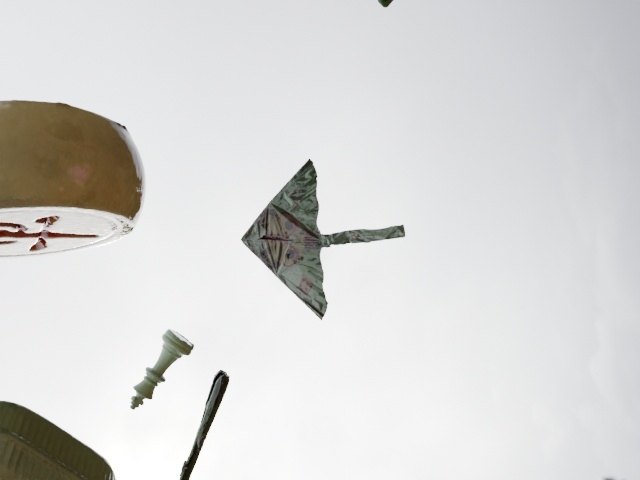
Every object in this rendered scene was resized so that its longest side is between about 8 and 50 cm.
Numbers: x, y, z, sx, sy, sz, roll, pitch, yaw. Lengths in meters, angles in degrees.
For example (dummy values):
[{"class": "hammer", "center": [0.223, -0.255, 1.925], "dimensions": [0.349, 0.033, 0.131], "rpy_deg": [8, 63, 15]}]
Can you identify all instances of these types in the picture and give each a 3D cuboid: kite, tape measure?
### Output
[{"class": "kite", "center": [-0.001, 0.000, 1.107], "dimensions": [0.012, 0.250, 0.229], "rpy_deg": [-27, -67, -62]}, {"class": "tape measure", "center": [-0.315, 0.263, 0.763], "dimensions": [0.207, 0.235, 0.115], "rpy_deg": [44, -156, -31]}]

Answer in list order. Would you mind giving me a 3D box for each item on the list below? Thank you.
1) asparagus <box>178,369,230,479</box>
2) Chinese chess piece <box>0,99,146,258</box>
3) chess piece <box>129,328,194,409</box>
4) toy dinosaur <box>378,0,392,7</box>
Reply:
[{"class": "asparagus", "center": [-0.153, 0.265, 0.946], "dimensions": [0.022, 0.023, 0.232], "rpy_deg": [19, -90, -82]}, {"class": "Chinese chess piece", "center": [-0.300, -0.049, 0.788], "dimensions": [0.251, 0.251, 0.097], "rpy_deg": [13, -113, -59]}, {"class": "chess piece", "center": [-0.279, 0.226, 1.367], "dimensions": [0.149, 0.059, 0.059], "rpy_deg": [-56, -37, -2]}, {"class": "toy dinosaur", "center": [0.063, -0.199, 0.560], "dimensions": [0.029, 0.060, 0.119], "rpy_deg": [54, -157, -21]}]
